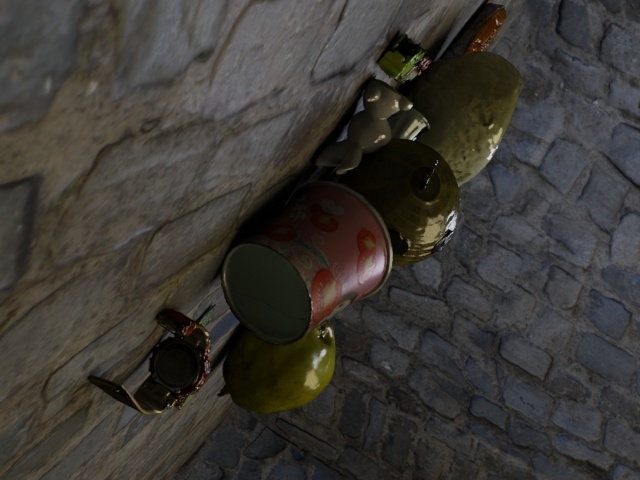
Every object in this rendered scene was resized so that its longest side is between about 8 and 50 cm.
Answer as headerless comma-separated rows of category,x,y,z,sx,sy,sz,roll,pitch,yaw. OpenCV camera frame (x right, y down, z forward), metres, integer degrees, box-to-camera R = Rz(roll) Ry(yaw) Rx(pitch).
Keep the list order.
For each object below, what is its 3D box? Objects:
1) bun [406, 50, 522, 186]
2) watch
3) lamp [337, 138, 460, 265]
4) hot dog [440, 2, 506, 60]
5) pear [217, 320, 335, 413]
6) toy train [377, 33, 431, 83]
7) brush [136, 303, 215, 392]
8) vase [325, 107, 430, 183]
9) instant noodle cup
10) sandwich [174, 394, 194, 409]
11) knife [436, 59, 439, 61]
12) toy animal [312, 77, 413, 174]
bun,0.305,-0.297,1.833,0.349,0.227,0.352,-56,-170,27
watch,-0.247,0.182,1.178,0.165,0.102,0.268,-58,167,-16
lamp,0.159,-0.081,1.462,0.250,0.250,0.284,-50,-175,-26
hot dog,0.402,-0.524,2.054,0.268,0.075,0.144,-49,176,-8
pear,-0.127,0.337,2.141,0.375,0.287,0.287,-32,177,7
toy train,0.159,-0.331,1.426,0.085,0.053,0.249,-46,177,16
brush,-0.272,0.211,1.463,0.218,0.010,0.082,-50,173,-29
vase,0.094,-0.126,1.666,0.360,0.165,0.165,-57,175,-6
instant noodle cup,-0.033,0.043,1.357,0.231,0.243,0.243,-35,163,-48
sandwich,-0.328,0.370,1.857,0.105,0.035,0.093,-54,175,29
knife,0.242,-0.346,2.083,0.080,0.044,0.331,-40,161,-38
toy animal,0.069,-0.204,1.401,0.127,0.131,0.182,8,117,-46
